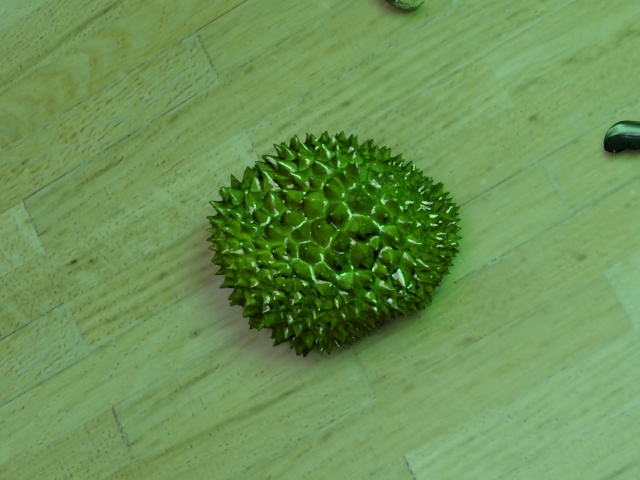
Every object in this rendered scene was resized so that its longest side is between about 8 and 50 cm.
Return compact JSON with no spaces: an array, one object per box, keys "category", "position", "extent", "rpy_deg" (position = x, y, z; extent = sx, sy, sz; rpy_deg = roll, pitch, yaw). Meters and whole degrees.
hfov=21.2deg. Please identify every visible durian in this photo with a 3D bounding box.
[{"category":"durian","position":[0.003,-0.001,1.616],"extent":[0.237,0.176,0.200],"rpy_deg":[-16,53,27]}]

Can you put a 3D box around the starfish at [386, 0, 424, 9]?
[{"category":"starfish","position":[0.068,-0.342,1.721],"extent":[0.216,0.071,0.238],"rpy_deg":[-14,68,10]}]

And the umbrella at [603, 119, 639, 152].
[{"category":"umbrella","position":[0.377,-0.082,1.553],"extent":[0.248,0.071,0.071],"rpy_deg":[7,81,19]}]
